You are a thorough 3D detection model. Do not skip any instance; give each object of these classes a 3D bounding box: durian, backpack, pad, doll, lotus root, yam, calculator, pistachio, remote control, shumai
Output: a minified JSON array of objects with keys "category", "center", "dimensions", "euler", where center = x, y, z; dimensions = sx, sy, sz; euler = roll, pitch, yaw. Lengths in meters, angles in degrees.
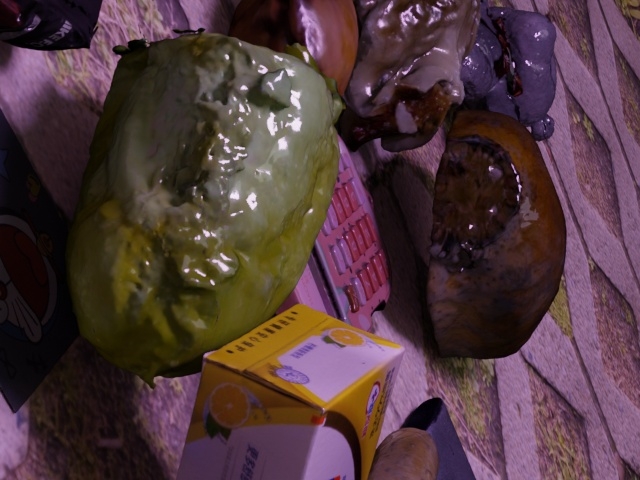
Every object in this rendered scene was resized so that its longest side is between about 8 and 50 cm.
[{"category":"durian","center":[-0.097,-0.039,1.197],"dimensions":[0.256,0.204,0.339],"euler":[87,21,-69]},{"category":"backpack","center":[-0.232,-0.194,1.150],"dimensions":[0.165,0.120,0.105],"euler":[37,63,-51]},{"category":"pad","center":[-0.244,-0.017,1.134],"dimensions":[0.245,0.006,0.170],"euler":[64,27,-18]},{"category":"doll","center":[0.228,-0.241,2.009],"dimensions":[0.246,0.158,0.340],"euler":[70,13,17]},{"category":"lotus root","center":[0.200,-0.030,1.743],"dimensions":[0.260,0.149,0.267],"euler":[76,18,-67]},{"category":"yam","center":[0.049,0.286,1.425],"dimensions":[0.083,0.083,0.371],"euler":[65,21,-16]},{"category":"calculator","center":[0.000,0.000,1.576],"dimensions":[0.220,0.048,0.330],"euler":[68,23,-7]},{"category":"pistachio","center":[-0.027,-0.188,1.538],"dimensions":[0.165,0.131,0.210],"euler":[68,14,-55]},{"category":"remote control","center":[0.178,0.357,1.705],"dimensions":[0.377,0.044,0.107],"euler":[66,21,-14]},{"category":"shumai","center":[0.090,-0.216,1.728],"dimensions":[0.256,0.189,0.218],"euler":[18,56,-54]}]

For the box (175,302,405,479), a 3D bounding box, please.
[{"category":"box","center":[-0.039,0.197,1.153],"dimensions":[0.168,0.097,0.265],"euler":[-24,132,-65]}]
